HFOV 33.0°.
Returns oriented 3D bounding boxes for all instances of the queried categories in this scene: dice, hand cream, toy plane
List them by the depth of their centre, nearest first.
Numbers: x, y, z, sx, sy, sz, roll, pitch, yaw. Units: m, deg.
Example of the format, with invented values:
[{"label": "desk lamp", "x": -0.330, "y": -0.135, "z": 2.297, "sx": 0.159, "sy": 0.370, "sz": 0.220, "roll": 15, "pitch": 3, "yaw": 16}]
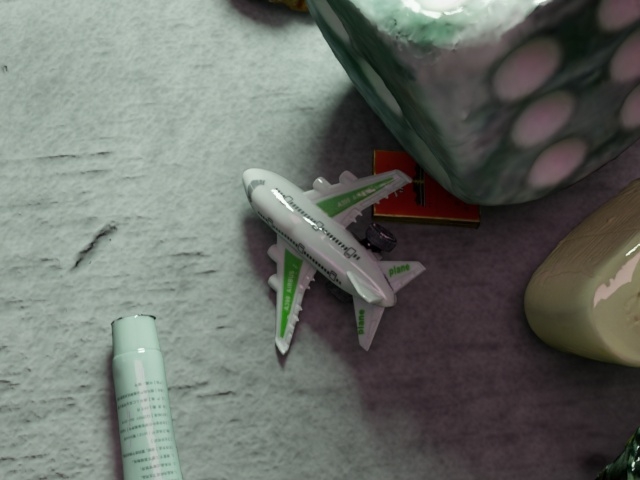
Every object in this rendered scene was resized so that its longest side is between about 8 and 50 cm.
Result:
[{"label": "hand cream", "x": -0.181, "y": 0.243, "z": 1.158, "sx": 0.085, "sy": 0.058, "sz": 0.331, "roll": -8, "pitch": 70, "yaw": -9}, {"label": "dice", "x": 0.197, "y": -0.259, "z": 1.188, "sx": 0.330, "sy": 0.328, "sz": 0.348, "roll": -38, "pitch": 57, "yaw": -2}, {"label": "toy plane", "x": 0.003, "y": 0.001, "z": 1.239, "sx": 0.255, "sy": 0.101, "sz": 0.251, "roll": 43, "pitch": 108, "yaw": 27}]

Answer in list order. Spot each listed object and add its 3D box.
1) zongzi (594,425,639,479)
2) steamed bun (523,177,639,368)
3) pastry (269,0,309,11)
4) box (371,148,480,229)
[{"label": "zongzi", "x": 0.394, "y": 0.303, "z": 1.121, "sx": 0.383, "sy": 0.362, "sz": 0.319, "roll": 30, "pitch": 35, "yaw": -23}, {"label": "steamed bun", "x": 0.362, "y": 0.042, "z": 1.211, "sx": 0.250, "sy": 0.200, "sz": 0.155, "roll": -40, "pitch": 101, "yaw": -14}, {"label": "pastry", "x": -0.026, "y": -0.411, "z": 1.400, "sx": 0.218, "sy": 0.100, "sz": 0.229, "roll": -16, "pitch": 73, "yaw": -11}, {"label": "box", "x": 0.129, "y": -0.063, "z": 1.320, "sx": 0.133, "sy": 0.023, "sz": 0.090, "roll": 5, "pitch": 67, "yaw": -3}]
